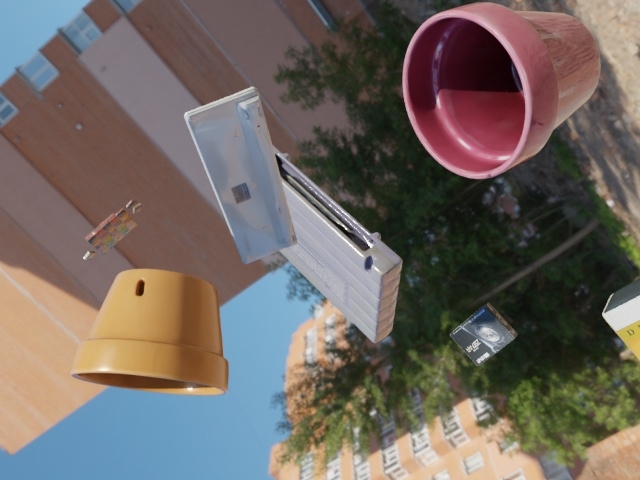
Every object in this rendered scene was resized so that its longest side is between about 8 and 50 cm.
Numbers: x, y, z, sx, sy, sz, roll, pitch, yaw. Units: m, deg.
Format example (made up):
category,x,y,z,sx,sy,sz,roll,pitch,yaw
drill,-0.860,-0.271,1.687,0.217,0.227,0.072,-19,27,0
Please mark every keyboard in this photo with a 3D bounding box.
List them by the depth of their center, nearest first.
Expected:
category,x,y,z,sx,sy,sz,roll,pitch,yaw
keyboard,-0.076,-0.056,0.694,0.256,0.072,0.014,78,173,-55

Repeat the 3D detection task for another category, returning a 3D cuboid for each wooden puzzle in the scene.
category,x,y,z,sx,sy,sz,roll,pitch,yaw
wooden puzzle,-0.224,-0.010,0.696,0.006,0.083,0.049,43,167,13

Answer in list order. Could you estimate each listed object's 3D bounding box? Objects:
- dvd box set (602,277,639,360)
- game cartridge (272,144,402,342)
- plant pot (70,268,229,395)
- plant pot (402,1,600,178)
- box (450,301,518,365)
category,x,y,z,sx,sy,sz,roll,pitch,yaw
dvd box set,0.513,0.148,0.563,0.420,0.307,0.062,52,-140,5
game cartridge,0.000,0.000,1.138,0.355,0.068,0.230,43,158,28
plant pot,-0.310,0.179,1.253,0.291,0.291,0.203,34,-124,-53
plant pot,0.233,-0.196,0.793,0.201,0.180,0.201,41,144,40
box,0.253,0.146,1.008,0.067,0.083,0.018,49,-145,11
